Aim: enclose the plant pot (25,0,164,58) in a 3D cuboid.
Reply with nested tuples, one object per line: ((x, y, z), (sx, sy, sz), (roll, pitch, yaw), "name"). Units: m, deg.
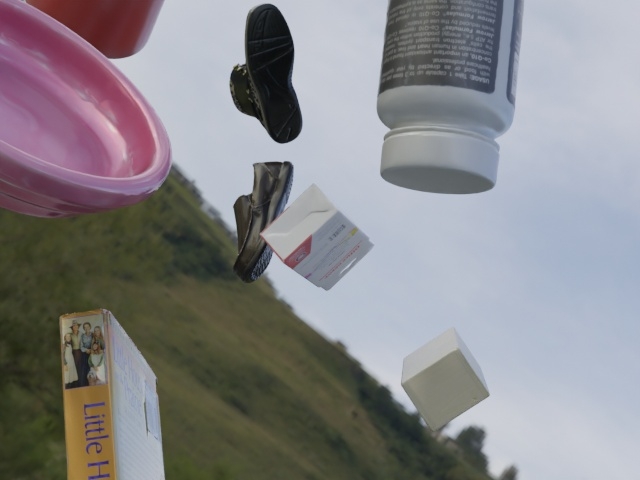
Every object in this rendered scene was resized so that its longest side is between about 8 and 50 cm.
((-0.401, -0.530, 2.209), (0.275, 0.275, 0.243), (41, -52, -3), "plant pot")

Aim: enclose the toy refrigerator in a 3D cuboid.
((0.192, 0.212, 1.765), (0.094, 0.102, 0.269), (56, 5, 1), "toy refrigerator")

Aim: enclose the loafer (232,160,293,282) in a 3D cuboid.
((-0.104, -0.033, 1.825), (0.078, 0.220, 0.080), (14, -29, 6), "loafer")

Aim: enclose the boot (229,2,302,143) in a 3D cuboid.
((-0.109, -0.294, 1.938), (0.178, 0.085, 0.236), (38, -37, 57), "boot")

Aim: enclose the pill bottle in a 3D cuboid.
((0.191, -0.262, 1.693), (0.204, 0.361, 0.204), (7, -10, 1), "pill bottle")

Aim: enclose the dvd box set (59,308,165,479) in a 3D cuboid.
((-0.226, 0.324, 1.319), (0.308, 0.062, 0.421), (83, -1, -69), "dvd box set")

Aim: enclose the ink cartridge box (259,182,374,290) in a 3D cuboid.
((0.000, 0.000, 1.768), (0.067, 0.115, 0.198), (48, 4, 26), "ink cartridge box")

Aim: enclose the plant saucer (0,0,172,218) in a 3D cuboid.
((-0.306, -0.134, 1.128), (0.332, 0.084, 0.332), (32, 23, -15), "plant saucer")
